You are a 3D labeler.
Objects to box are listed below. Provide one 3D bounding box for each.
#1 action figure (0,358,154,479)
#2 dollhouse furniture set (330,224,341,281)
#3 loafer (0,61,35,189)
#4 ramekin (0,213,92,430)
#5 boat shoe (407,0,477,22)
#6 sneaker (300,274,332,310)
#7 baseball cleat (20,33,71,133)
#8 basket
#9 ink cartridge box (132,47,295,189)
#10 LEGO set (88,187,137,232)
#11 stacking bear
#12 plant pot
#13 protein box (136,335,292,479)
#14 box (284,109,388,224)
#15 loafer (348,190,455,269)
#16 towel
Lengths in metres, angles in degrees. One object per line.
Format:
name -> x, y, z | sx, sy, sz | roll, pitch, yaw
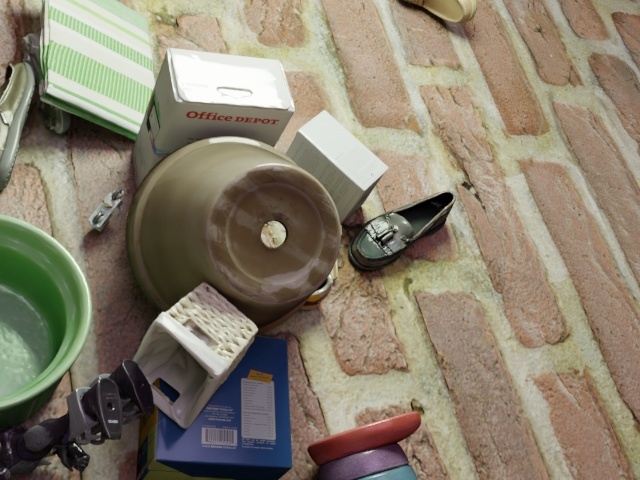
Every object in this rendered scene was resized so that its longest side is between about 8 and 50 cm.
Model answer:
action figure -> -0.351, 0.256, 1.040 | 0.185, 0.285, 0.099 | 4, 58, -63
dollhouse furniture set -> 0.000, 0.000, 1.505 | 0.076, 0.059, 0.152 | 11, 55, -19
loafer -> -0.538, -0.205, 1.356 | 0.087, 0.094, 0.251 | 15, 54, -22
ramekin -> -0.482, 0.123, 1.124 | 0.303, 0.148, 0.304 | 13, 52, -18
boat shoe -> 0.229, -0.636, 2.012 | 0.341, 0.122, 0.110 | 39, 54, 15
sneaker -> -0.069, 0.084, 1.399 | 0.185, 0.084, 0.070 | -7, 62, -30
baseball cleat -> -0.464, -0.286, 1.462 | 0.109, 0.072, 0.206 | -8, 71, -46
basket -> -0.168, 0.151, 1.079 | 0.113, 0.167, 0.103 | 40, 47, 5
ink cartridge box -> -0.192, -0.187, 1.394 | 0.201, 0.278, 0.117 | 0, 59, -26
LEGO set -> -0.245, 0.017, 1.373 | 0.287, 0.107, 0.132 | 44, 85, 0
stacking bear -> 0.094, 0.427, 1.212 | 0.164, 0.175, 0.289 | -6, 69, -31
plant pot -> -0.107, -0.004, 1.196 | 0.323, 0.280, 0.323 | 0, 90, -21
protein box -> -0.159, 0.253, 1.208 | 0.199, 0.136, 0.201 | 9, 56, -20
box -> 0.021, -0.138, 1.561 | 0.170, 0.130, 0.091 | 44, 52, 5
loafer -> 0.163, -0.033, 1.589 | 0.267, 0.084, 0.096 | -30, 75, -37
towel -> -0.410, -0.341, 1.496 | 0.247, 0.038, 0.325 | 22, 45, -44
